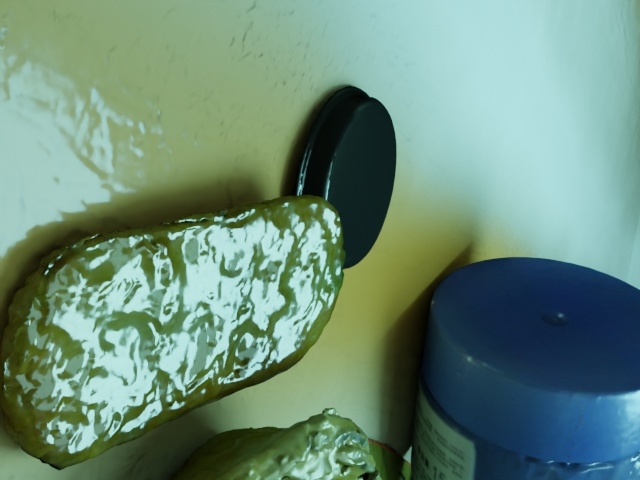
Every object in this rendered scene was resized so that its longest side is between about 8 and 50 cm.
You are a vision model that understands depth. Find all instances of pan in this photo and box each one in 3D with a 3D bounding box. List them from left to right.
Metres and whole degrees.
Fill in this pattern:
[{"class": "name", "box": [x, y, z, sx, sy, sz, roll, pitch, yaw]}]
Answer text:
[{"class": "pan", "box": [0.000, 0.000, 0.569, 0.235, 0.028, 0.136, -62, 151, -22]}]

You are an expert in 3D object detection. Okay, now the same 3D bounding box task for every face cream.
[{"class": "face cream", "box": [0.224, 0.169, 0.856, 0.249, 0.249, 0.225, -38, 139, -50]}]

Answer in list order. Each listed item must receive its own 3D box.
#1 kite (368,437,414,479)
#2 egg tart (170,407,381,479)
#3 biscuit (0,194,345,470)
[{"class": "kite", "box": [0.078, 0.343, 0.853, 0.327, 0.013, 0.377, -50, 133, -62]}, {"class": "egg tart", "box": [-0.050, 0.204, 0.522, 0.252, 0.098, 0.232, 30, 84, -59]}, {"class": "biscuit", "box": [-0.064, 0.039, 0.448, 0.247, 0.029, 0.118, -14, 114, -52]}]
